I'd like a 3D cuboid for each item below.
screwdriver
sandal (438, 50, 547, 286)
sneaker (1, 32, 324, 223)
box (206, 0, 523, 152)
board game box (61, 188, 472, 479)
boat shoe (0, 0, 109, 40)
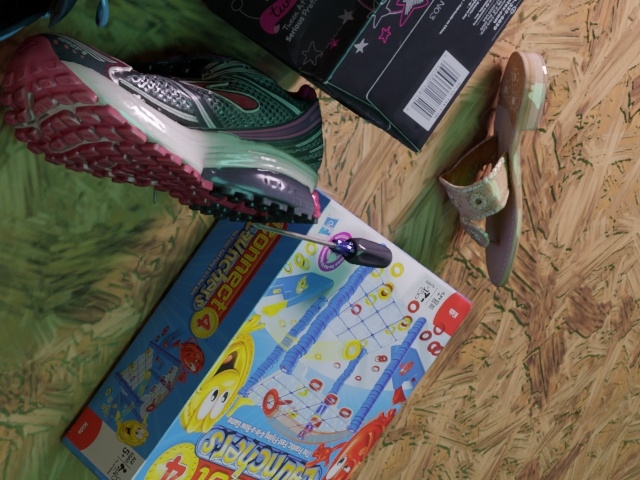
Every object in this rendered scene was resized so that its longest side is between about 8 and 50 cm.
[{"bbox_3d":[0.000,0.000,1.203,0.170,0.025,0.024,16,107,-45],"label":"screwdriver"},{"bbox_3d":[0.154,-0.070,1.441,0.079,0.088,0.240,2,115,-14],"label":"sandal"},{"bbox_3d":[-0.109,-0.092,1.080,0.299,0.121,0.112,20,74,-53],"label":"sneaker"},{"bbox_3d":[0.063,-0.221,1.127,0.247,0.142,0.163,-55,147,4],"label":"box"},{"bbox_3d":[-0.035,0.116,1.347,0.302,0.086,0.308,-55,145,1],"label":"board game box"},{"bbox_3d":[-0.181,-0.164,0.935,0.258,0.089,0.109,-39,143,-21],"label":"boat shoe"}]
